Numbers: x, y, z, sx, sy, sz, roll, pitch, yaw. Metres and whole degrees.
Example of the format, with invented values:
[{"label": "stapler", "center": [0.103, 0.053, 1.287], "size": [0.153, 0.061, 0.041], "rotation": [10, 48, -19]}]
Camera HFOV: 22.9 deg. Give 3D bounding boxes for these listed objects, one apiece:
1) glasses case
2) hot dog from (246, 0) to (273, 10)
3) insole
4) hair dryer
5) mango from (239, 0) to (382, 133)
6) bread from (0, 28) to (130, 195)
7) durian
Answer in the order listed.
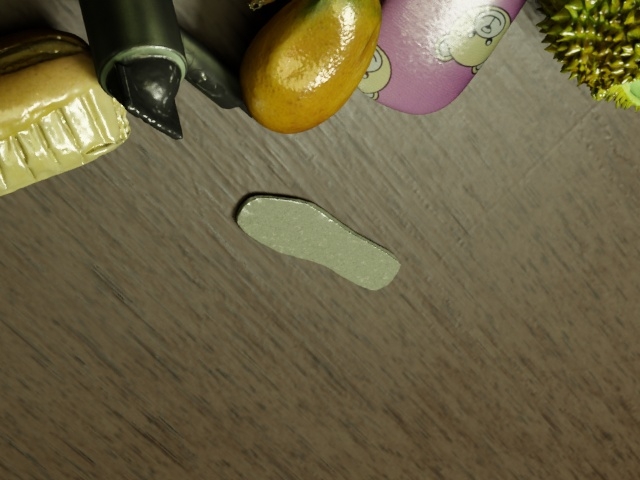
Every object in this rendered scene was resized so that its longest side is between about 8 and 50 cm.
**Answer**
[{"label": "glasses case", "center": [0.137, -0.255, 1.422], "size": [0.123, 0.076, 0.316], "rotation": [22, 112, -25]}, {"label": "hot dog", "center": [0.027, -0.304, 1.360], "size": [0.109, 0.072, 0.269], "rotation": [37, 102, -30]}, {"label": "insole", "center": [0.000, 0.000, 1.574], "size": [0.192, 0.010, 0.063], "rotation": [26, 110, -31]}, {"label": "hair dryer", "center": [-0.111, -0.142, 1.366], "size": [0.078, 0.195, 0.248], "rotation": [-28, 148, 20]}, {"label": "mango", "center": [-0.005, -0.165, 1.388], "size": [0.165, 0.089, 0.115], "rotation": [-50, 153, 21]}, {"label": "bread", "center": [-0.287, -0.104, 1.334], "size": [0.236, 0.140, 0.106], "rotation": [-20, 121, -9]}, {"label": "durian", "center": [0.302, -0.218, 1.427], "size": [0.200, 0.237, 0.176], "rotation": [-19, 87, 32]}]
